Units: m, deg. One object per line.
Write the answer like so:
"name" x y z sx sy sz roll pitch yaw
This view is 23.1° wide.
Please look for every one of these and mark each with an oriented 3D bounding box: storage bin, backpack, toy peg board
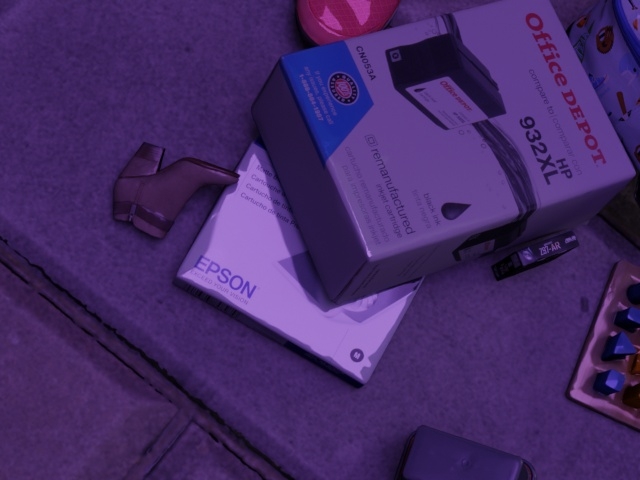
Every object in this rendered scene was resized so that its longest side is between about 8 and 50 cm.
"storage bin" 0.135 0.233 1.513 0.135 0.091 0.098 17 74 12
"backpack" 0.390 -0.174 1.584 0.276 0.213 0.263 -28 72 -41
"toy peg board" 0.362 0.117 1.612 0.161 0.079 0.161 25 73 -6

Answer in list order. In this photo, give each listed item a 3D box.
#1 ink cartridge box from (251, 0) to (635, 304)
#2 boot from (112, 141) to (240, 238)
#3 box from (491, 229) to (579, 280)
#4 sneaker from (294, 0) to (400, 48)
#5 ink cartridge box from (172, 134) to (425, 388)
"ink cartridge box" 0.120 -0.097 1.550 0.307 0.129 0.223 -17 74 -23
"boot" -0.147 -0.043 1.551 0.118 0.042 0.087 18 91 12
"box" 0.219 0.016 1.601 0.067 0.083 0.018 -20 83 -15
"sneaker" 0.075 -0.332 1.621 0.116 0.136 0.314 34 73 -2
"ink cartridge box" 0.000 0.000 1.579 0.223 0.045 0.224 29 73 -4
